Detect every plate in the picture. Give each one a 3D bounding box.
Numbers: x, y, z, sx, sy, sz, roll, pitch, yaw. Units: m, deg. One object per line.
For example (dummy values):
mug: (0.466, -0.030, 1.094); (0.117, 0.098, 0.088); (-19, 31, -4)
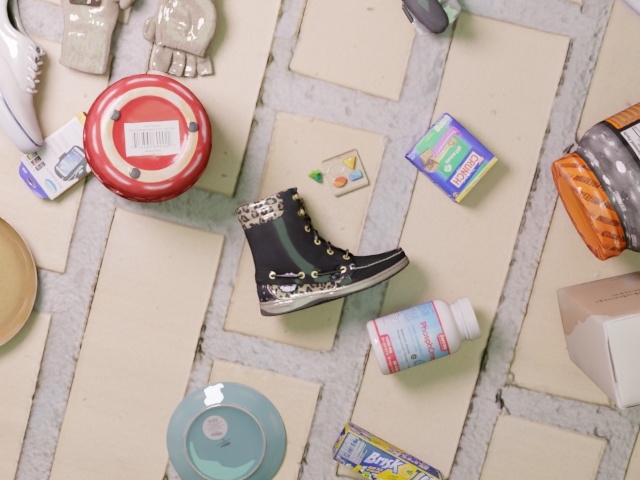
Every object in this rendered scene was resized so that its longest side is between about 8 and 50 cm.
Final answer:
plate: (-0.148, 0.315, 1.661); (0.188, 0.024, 0.188); (0, 96, 1)

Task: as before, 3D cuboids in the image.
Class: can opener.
can opener: (0.113, -0.431, 1.557); (0.076, 0.095, 0.283); (-31, 95, 2)

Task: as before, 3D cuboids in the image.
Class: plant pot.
plant pot: (-0.549, 0.060, 1.635); (0.236, 0.032, 0.236); (0, 94, 0)
plant pot: (-0.247, -0.151, 1.532); (0.191, 0.174, 0.191); (0, 89, -11)

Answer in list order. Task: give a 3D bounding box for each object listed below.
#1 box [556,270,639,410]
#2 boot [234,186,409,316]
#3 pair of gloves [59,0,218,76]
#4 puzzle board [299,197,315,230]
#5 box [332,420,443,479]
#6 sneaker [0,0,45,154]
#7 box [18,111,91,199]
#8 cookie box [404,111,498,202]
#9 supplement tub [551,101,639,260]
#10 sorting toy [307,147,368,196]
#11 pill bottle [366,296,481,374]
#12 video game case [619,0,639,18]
box: (0.440, 0.132, 1.499); (0.148, 0.311, 0.121); (-12, 95, 1)
boot: (-0.001, 0.000, 1.592); (0.236, 0.085, 0.178); (-18, 93, 1)
pair of gloves: (-0.271, -0.348, 1.586); (0.240, 0.042, 0.204); (4, 103, 0)
puzzle board: (-0.050, 0.010, 1.640); (0.096, 0.011, 0.128); (-21, 95, 1)
box: (0.103, 0.347, 1.645); (0.169, 0.059, 0.054); (30, 96, -2)
sneaker: (-0.452, -0.258, 1.572); (0.091, 0.094, 0.258); (-20, 92, 6)
box: (-0.390, -0.124, 1.621); (0.136, 0.028, 0.081); (-36, 94, 5)
cookie box: (0.198, -0.125, 1.612); (0.107, 0.040, 0.092); (42, 93, -4)
supplement tub: (0.520, -0.115, 1.530); (0.338, 0.207, 0.207); (-26, 95, 3)
sorting toy: (0.025, -0.099, 1.628); (0.083, 0.012, 0.062); (-21, 95, 2)
pill bottle: (0.156, 0.140, 1.612); (0.160, 0.087, 0.087); (-19, 95, 2)
video game case: (0.535, -0.501, 1.580); (0.300, 0.036, 0.329); (40, 94, -3)
